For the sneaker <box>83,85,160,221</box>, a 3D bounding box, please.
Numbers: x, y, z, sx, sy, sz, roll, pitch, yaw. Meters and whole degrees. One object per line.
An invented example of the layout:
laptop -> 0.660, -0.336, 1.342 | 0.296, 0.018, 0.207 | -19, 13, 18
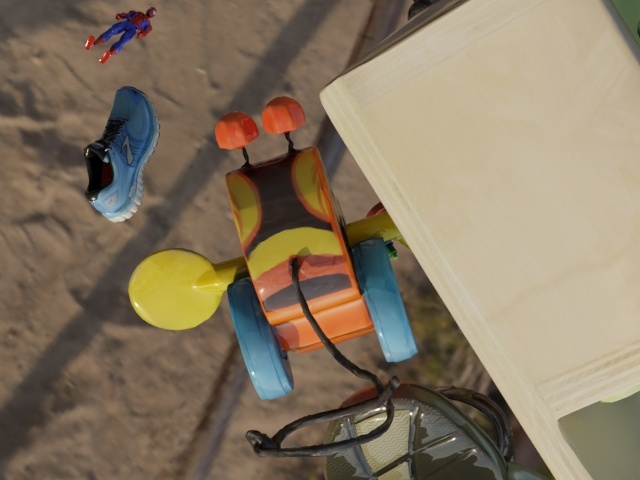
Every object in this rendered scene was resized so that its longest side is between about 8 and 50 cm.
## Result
sneaker -> -0.235, -0.107, 1.624 | 0.073, 0.063, 0.162 | 29, 61, -50

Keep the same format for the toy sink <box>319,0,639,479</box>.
toy sink -> 0.132, -0.015, 0.615 | 0.234, 0.131, 0.153 | 58, 28, -7

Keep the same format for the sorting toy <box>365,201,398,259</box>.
sorting toy -> 0.084, -0.011, 1.500 | 0.061, 0.042, 0.102 | -46, 154, 20

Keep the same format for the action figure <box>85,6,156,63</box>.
action figure -> -0.213, -0.232, 1.546 | 0.030, 0.038, 0.115 | -51, 179, 38

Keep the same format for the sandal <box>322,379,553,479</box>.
sandal -> 0.093, 0.156, 1.010 | 0.303, 0.120, 0.086 | 39, 40, -54

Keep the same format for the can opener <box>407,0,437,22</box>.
can opener -> 0.170, -0.213, 1.608 | 0.186, 0.059, 0.073 | 44, 76, -13

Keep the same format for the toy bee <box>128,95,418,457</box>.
toy bee -> 0.000, 0.000, 0.773 | 0.195, 0.298, 0.162 | -18, 95, -19
